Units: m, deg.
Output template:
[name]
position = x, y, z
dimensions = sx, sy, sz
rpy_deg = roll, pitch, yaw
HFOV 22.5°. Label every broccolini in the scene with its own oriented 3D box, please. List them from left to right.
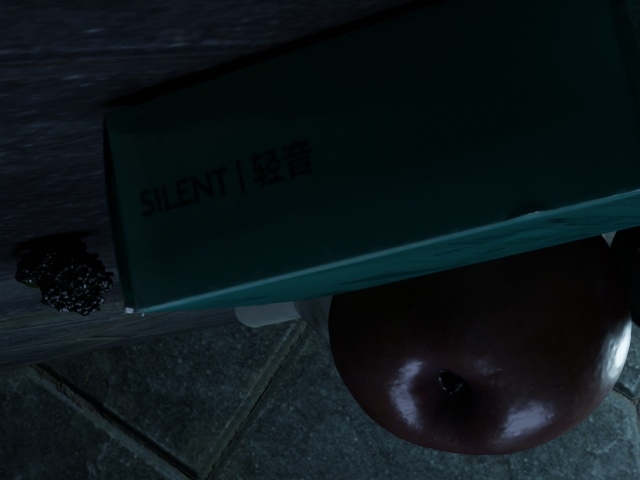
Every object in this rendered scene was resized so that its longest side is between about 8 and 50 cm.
[broccolini]
position = -0.247, 0.023, 1.466
dimensions = 0.091, 0.068, 0.202
rpy_deg = 5, -175, -24

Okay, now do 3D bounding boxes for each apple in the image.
[apple]
position = 0.163, 0.087, 1.652
dimensions = 0.305, 0.306, 0.235
rpy_deg = -14, -153, 31

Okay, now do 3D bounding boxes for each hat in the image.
[hat]
position = 0.025, 0.103, 2.215
dimensions = 0.301, 0.168, 0.258
rpy_deg = -15, 173, 37

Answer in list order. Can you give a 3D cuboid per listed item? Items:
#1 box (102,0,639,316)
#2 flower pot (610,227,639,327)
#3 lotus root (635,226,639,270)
[box]
position = 0.064, -0.047, 0.857
dimensions = 0.311, 0.118, 0.205
rpy_deg = -15, 172, 32
[flower pot]
position = 0.511, 0.009, 2.151
dimensions = 0.235, 0.235, 0.148
rpy_deg = -11, 155, -2
[lotus root]
position = 0.423, 0.006, 1.691
dimensions = 0.192, 0.272, 0.272
rpy_deg = 0, 175, 2
